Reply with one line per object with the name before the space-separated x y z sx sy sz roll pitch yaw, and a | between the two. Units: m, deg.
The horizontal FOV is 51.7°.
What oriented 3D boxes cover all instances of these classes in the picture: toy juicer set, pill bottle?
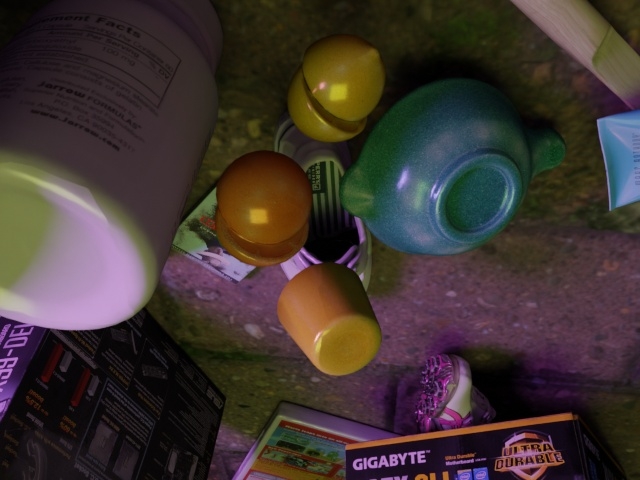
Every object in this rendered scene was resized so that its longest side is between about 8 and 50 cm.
toy juicer set | 0.072 -0.071 0.445 0.329 0.089 0.209 -37 124 2
pill bottle | -0.133 -0.072 0.402 0.131 0.229 0.131 5 136 5

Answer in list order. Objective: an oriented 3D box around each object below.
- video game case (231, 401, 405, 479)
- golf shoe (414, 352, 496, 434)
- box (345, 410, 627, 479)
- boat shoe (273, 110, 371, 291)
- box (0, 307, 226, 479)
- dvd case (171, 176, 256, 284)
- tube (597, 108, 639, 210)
video game case | -0.003 0.331 0.946 0.204 0.025 0.285 19 136 -9
golf shoe | 0.153 0.176 0.734 0.086 0.067 0.186 -1 146 2
box | 0.215 0.299 0.789 0.257 0.079 0.322 -16 145 26
boat shoe | 0.000 0.000 0.553 0.083 0.075 0.226 -14 133 2
box | -0.222 0.196 0.688 0.077 0.242 0.307 -11 133 20
dvd case | -0.081 -0.009 0.615 0.087 0.013 0.119 33 132 -23
tube | 0.290 -0.079 0.430 0.207 0.052 0.080 -16 123 14
